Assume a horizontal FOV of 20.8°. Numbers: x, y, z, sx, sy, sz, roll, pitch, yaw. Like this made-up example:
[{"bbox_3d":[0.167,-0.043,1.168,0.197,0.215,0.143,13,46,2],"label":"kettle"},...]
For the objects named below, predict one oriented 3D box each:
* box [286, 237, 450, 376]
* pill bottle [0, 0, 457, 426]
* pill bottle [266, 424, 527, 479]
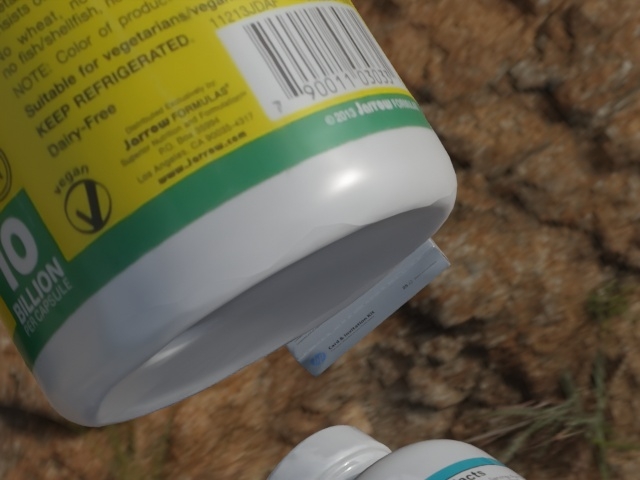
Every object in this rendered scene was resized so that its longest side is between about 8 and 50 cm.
[{"bbox_3d":[0.000,0.000,1.439,0.145,0.038,0.186,-39,50,4],"label":"box"},{"bbox_3d":[-0.065,-0.068,0.449,0.117,0.117,0.208,-28,79,-16],"label":"pill bottle"},{"bbox_3d":[0.084,0.192,0.828,0.264,0.146,0.146,32,70,36],"label":"pill bottle"}]
